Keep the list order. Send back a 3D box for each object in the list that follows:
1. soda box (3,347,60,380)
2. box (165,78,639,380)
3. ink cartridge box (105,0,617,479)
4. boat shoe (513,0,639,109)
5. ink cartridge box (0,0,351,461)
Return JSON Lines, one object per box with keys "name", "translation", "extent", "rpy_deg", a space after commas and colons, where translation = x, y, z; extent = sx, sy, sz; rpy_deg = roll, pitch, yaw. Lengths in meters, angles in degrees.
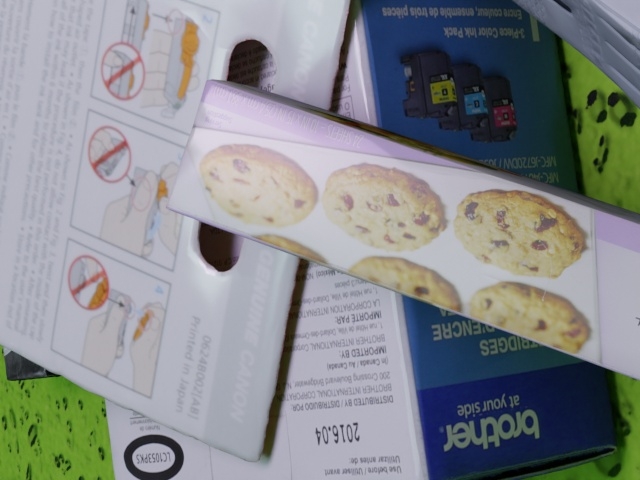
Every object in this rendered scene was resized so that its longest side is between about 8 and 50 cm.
{"name": "soda box", "translation": [-0.196, 0.013, 1.331], "extent": [0.060, 0.053, 0.169], "rpy_deg": [-10, 86, 51]}
{"name": "box", "translation": [0.092, 0.007, 0.812], "extent": [0.324, 0.063, 0.067], "rpy_deg": [20, 98, 17]}
{"name": "ink cartridge box", "translation": [0.000, 0.000, 1.010], "extent": [0.270, 0.151, 0.395], "rpy_deg": [-11, 84, 51]}
{"name": "boat shoe", "translation": [0.172, -0.103, 0.828], "extent": [0.302, 0.094, 0.109], "rpy_deg": [46, 173, 22]}
{"name": "ink cartridge box", "translation": [-0.136, -0.095, 1.017], "extent": [0.385, 0.091, 0.308], "rpy_deg": [22, 111, 29]}
